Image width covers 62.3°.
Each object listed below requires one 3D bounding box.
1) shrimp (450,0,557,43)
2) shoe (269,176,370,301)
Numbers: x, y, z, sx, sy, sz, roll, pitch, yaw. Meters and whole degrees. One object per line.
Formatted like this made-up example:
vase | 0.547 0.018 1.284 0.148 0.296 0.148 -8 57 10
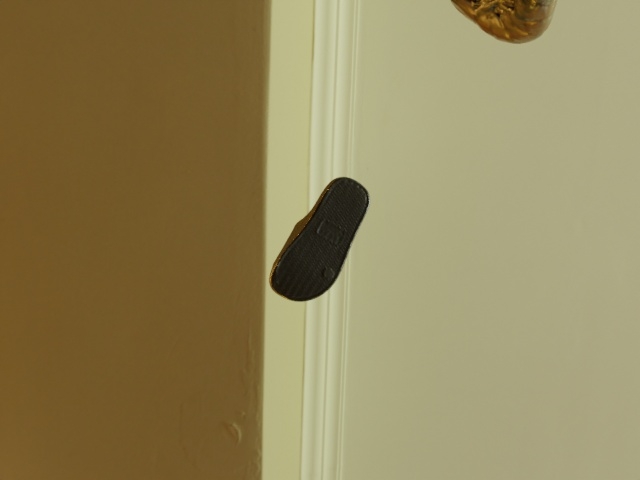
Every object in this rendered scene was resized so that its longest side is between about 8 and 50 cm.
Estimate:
shrimp | 0.232 -0.375 0.701 0.198 0.262 0.051 32 -104 16
shoe | 0.000 0.000 0.947 0.108 0.093 0.241 32 -95 -11
